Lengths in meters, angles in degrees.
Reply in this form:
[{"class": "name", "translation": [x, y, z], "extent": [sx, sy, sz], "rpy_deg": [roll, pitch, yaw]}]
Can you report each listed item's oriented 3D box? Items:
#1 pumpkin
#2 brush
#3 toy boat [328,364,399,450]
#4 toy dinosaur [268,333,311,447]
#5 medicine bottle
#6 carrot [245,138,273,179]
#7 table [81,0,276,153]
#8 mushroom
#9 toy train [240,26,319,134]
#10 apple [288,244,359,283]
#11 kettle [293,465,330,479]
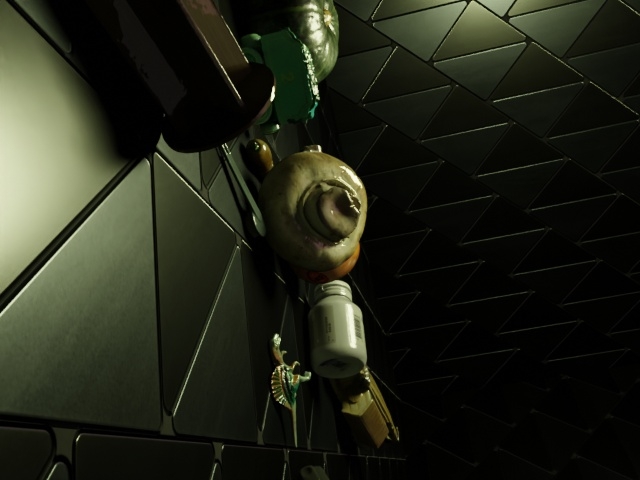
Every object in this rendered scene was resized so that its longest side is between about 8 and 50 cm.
[{"class": "pumpkin", "translation": [-0.073, -0.518, 1.580], "extent": [0.300, 0.207, 0.300], "rpy_deg": [-2, 90, -70]}, {"class": "brush", "translation": [-0.151, -0.113, 1.160], "extent": [0.062, 0.027, 0.266], "rpy_deg": [-90, 162, -53]}, {"class": "toy boat", "translation": [0.104, 0.452, 1.807], "extent": [0.162, 0.135, 0.445], "rpy_deg": [-97, 167, -49]}, {"class": "toy dinosaur", "translation": [-0.065, 0.270, 1.196], "extent": [0.106, 0.044, 0.187], "rpy_deg": [46, 45, -51]}, {"class": "medicine bottle", "translation": [0.036, 0.209, 1.586], "extent": [0.135, 0.135, 0.215], "rpy_deg": [68, 14, -52]}, {"class": "carrot", "translation": [-0.110, -0.146, 1.391], "extent": [0.254, 0.049, 0.049], "rpy_deg": [64, 17, -68]}, {"class": "table", "translation": [-0.174, -0.243, 0.780], "extent": [0.227, 0.167, 0.167], "rpy_deg": [59, 20, -43]}, {"class": "mushroom", "translation": [-0.011, -0.066, 1.321], "extent": [0.184, 0.254, 0.255], "rpy_deg": [5, -72, 67]}, {"class": "toy train", "translation": [-0.090, -0.323, 1.338], "extent": [0.112, 0.163, 0.203], "rpy_deg": [-72, 150, -76]}, {"class": "apple", "translation": [0.000, 0.000, 1.519], "extent": [0.209, 0.164, 0.210], "rpy_deg": [-12, 90, -79]}, {"class": "kettle", "translation": [0.075, 0.603, 1.132], "extent": [0.361, 0.250, 0.377], "rpy_deg": [-128, -163, -61]}]
